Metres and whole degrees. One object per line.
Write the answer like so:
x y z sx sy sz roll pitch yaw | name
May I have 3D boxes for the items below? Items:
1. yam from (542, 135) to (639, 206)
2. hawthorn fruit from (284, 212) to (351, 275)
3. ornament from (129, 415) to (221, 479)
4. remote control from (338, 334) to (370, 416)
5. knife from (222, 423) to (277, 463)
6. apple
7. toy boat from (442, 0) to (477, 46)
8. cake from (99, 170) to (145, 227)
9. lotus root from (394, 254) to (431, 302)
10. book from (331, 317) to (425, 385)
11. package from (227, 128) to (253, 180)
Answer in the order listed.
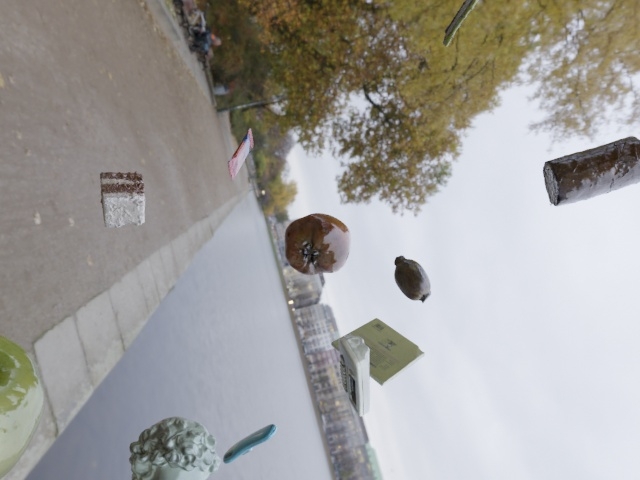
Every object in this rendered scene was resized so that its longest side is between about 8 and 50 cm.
0.416 -0.105 0.755 0.079 0.141 0.079 -16 90 -79 | yam
0.000 0.000 1.497 0.251 0.200 0.199 -50 129 -67 | hawthorn fruit
-0.205 0.386 0.693 0.130 0.121 0.284 10 -83 43 | ornament
0.077 0.288 1.068 0.090 0.049 0.230 54 -21 39 | remote control
-0.173 0.501 1.222 0.031 0.222 0.064 47 36 -2 | knife
-0.807 0.408 1.121 0.312 0.360 0.320 41 14 -4 | apple
0.297 -0.473 1.054 0.115 0.016 0.063 -54 -168 50 | toy boat
-0.622 -0.129 1.569 0.147 0.135 0.134 -122 -144 -49 | cake
0.342 0.142 1.882 0.209 0.120 0.120 58 -13 26 | lotus root
0.148 0.271 1.251 0.168 0.192 0.013 33 -57 32 | book
-0.269 -0.295 1.696 0.083 0.022 0.200 94 12 -47 | package
